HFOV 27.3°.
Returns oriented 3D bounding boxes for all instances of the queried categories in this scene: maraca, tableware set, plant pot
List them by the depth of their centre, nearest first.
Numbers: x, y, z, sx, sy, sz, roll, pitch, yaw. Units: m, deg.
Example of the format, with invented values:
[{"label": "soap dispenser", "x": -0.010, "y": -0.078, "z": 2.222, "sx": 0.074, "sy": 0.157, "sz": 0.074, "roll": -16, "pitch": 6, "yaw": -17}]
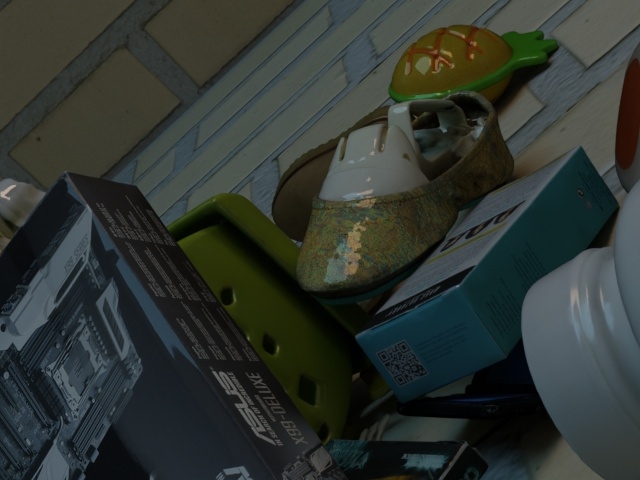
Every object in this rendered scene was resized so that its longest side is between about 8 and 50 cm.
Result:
[{"label": "tableware set", "x": 0.036, "y": 0.147, "z": 1.045, "sx": 0.104, "sy": 0.024, "sz": 0.154, "roll": -43, "pitch": 17, "yaw": 36}, {"label": "plant pot", "x": -0.095, "y": 0.103, "z": 1.083, "sx": 0.207, "sy": 0.228, "sz": 0.227, "roll": -53, "pitch": 12, "yaw": -32}, {"label": "maraca", "x": 0.162, "y": -0.186, "z": 1.416, "sx": 0.185, "sy": 0.099, "sz": 0.127, "roll": -20, "pitch": 28, "yaw": -4}]

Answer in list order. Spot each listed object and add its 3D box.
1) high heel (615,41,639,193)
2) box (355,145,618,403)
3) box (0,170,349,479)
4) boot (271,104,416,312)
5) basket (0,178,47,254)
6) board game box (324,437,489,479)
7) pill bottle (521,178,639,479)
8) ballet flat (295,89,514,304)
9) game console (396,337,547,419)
[{"label": "high heel", "x": 0.316, "y": -0.080, "z": 0.884, "sx": 0.377, "sy": 0.181, "sz": 0.127, "roll": -115, "pitch": 30, "yaw": -86}, {"label": "box", "x": 0.129, "y": 0.019, "z": 0.964, "sx": 0.100, "sy": 0.060, "sz": 0.244, "roll": -30, "pitch": 8, "yaw": 40}, {"label": "box", "x": -0.135, "y": 0.148, "z": 0.842, "sx": 0.242, "sy": 0.307, "sz": 0.076, "roll": -49, "pitch": -30, "yaw": 20}, {"label": "boot", "x": 0.000, "y": 0.000, "z": 1.363, "sx": 0.236, "sy": 0.089, "sz": 0.270, "roll": -44, "pitch": 19, "yaw": 40}, {"label": "basket", "x": -0.303, "y": 0.165, "z": 1.267, "sx": 0.328, "sy": 0.331, "sz": 0.266, "roll": -21, "pitch": 31, "yaw": 53}, {"label": "board game box", "x": 0.019, "y": 0.185, "z": 0.874, "sx": 0.126, "sy": 0.026, "sz": 0.186, "roll": -47, "pitch": 15, "yaw": -24}, {"label": "pill bottle", "x": 0.250, "y": 0.008, "z": 0.624, "sx": 0.301, "sy": 0.169, "sz": 0.169, "roll": -33, "pitch": 20, "yaw": 33}, {"label": "ballet flat", "x": 0.068, "y": -0.053, "z": 1.098, "sx": 0.123, "sy": 0.123, "sz": 0.348, "roll": -33, "pitch": 0, "yaw": 33}, {"label": "game console", "x": 0.122, "y": 0.082, "z": 0.904, "sx": 0.107, "sy": 0.071, "sz": 0.122, "roll": -2, "pitch": -5, "yaw": -28}]
